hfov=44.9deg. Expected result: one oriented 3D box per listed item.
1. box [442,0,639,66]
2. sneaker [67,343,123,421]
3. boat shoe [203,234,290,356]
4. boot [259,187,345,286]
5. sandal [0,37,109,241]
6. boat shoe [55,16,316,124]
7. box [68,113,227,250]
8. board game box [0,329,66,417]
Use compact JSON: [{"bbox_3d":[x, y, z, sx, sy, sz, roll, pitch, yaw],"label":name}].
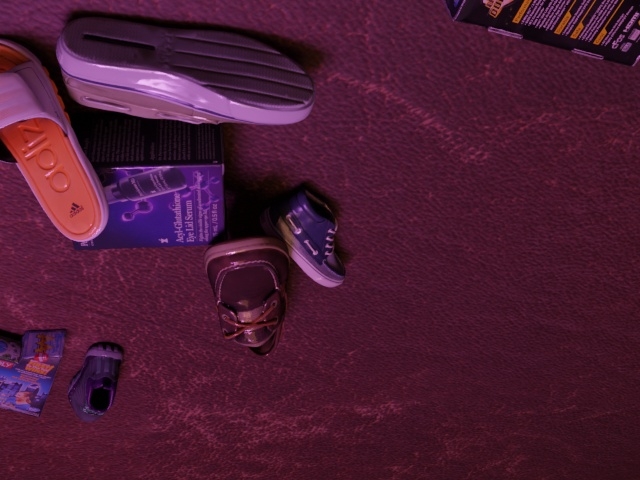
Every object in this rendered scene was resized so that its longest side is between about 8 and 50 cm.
[{"bbox_3d":[0.315,-0.359,0.832,0.257,0.079,0.322,9,135,-17],"label":"box"},{"bbox_3d":[-0.409,0.284,1.387,0.083,0.098,0.224,8,135,-18],"label":"sneaker"},{"bbox_3d":[-0.098,0.096,1.145,0.123,0.123,0.342,-10,159,-8],"label":"boat shoe"},{"bbox_3d":[0.000,0.000,1.171,0.086,0.069,0.190,-29,133,25],"label":"boot"},{"bbox_3d":[-0.332,-0.117,0.875,0.102,0.076,0.265,-33,89,14],"label":"sandal"},{"bbox_3d":[-0.158,-0.191,0.927,0.302,0.109,0.094,12,150,-10],"label":"boat shoe"},{"bbox_3d":[-0.229,-0.077,1.017,0.207,0.108,0.153,-4,138,-7],"label":"box"},{"bbox_3d":[-0.525,0.209,1.314,0.194,0.060,0.194,25,127,-32],"label":"board game box"}]
